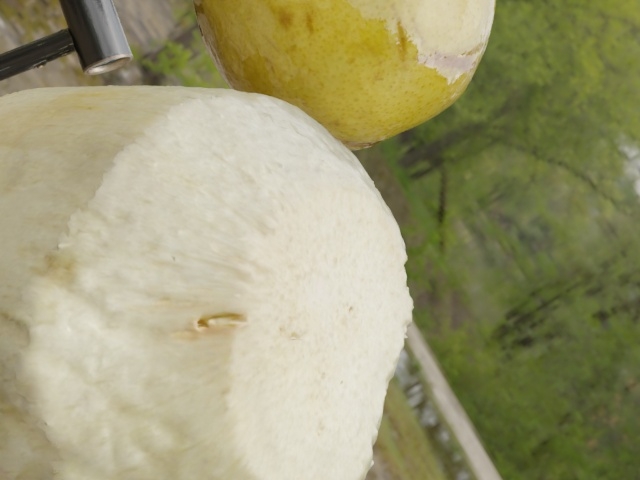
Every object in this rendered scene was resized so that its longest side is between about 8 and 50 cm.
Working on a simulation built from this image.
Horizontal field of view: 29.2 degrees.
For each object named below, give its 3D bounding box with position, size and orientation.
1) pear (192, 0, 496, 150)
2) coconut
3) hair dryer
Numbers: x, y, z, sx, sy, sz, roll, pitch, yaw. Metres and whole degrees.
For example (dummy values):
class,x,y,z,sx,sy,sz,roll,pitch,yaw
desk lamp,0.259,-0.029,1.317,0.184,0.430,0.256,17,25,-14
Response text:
class,x,y,z,sx,sy,sz,roll,pitch,yaw
pear,0.025,-0.243,1.235,0.314,0.314,0.314,56,8,-12
coconut,-0.148,0.067,0.893,0.344,0.415,0.415,53,9,-36
hair dryer,-0.382,-0.259,1.616,0.070,0.255,0.128,-18,90,-81
